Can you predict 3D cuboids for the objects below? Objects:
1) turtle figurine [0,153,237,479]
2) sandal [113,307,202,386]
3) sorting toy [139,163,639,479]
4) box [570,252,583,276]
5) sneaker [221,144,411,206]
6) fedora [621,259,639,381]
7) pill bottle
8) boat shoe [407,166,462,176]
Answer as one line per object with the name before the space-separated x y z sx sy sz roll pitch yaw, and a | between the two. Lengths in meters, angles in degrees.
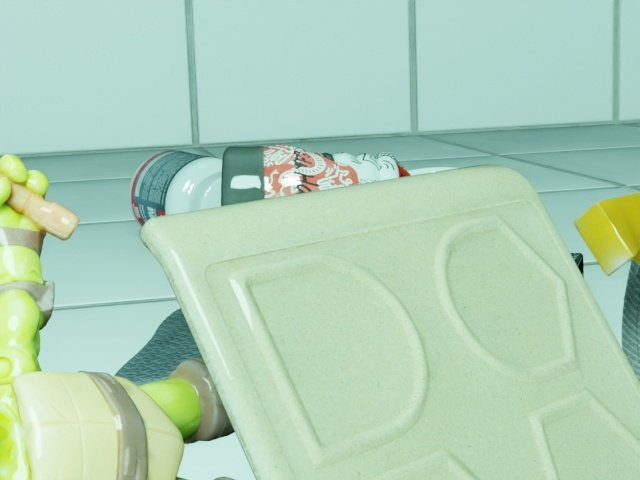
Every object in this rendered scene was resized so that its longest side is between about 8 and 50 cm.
turtle figurine | -0.073 0.089 0.423 0.217 0.087 0.269 19 36 -46
sandal | -0.072 0.081 0.809 0.097 0.055 0.254 -10 10 18
sorting toy | 0.090 0.068 0.496 0.307 0.229 0.041 -11 -25 -43
box | 0.116 0.045 0.979 0.184 0.045 0.190 -1 11 18
sneaker | 0.000 0.001 0.948 0.145 0.090 0.270 2 -19 0
fedora | 0.305 0.041 0.590 0.275 0.244 0.124 -5 -24 42
pill bottle | -0.137 -0.044 1.345 0.108 0.108 0.180 -8 11 -29
boat shoe | 0.065 -0.013 1.185 0.305 0.091 0.109 1 -33 -7
